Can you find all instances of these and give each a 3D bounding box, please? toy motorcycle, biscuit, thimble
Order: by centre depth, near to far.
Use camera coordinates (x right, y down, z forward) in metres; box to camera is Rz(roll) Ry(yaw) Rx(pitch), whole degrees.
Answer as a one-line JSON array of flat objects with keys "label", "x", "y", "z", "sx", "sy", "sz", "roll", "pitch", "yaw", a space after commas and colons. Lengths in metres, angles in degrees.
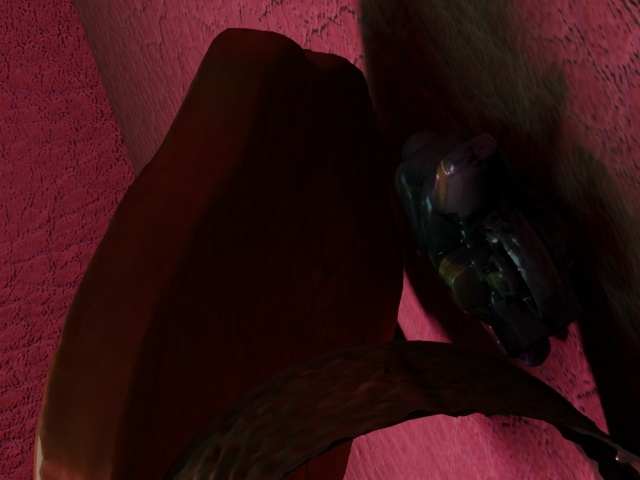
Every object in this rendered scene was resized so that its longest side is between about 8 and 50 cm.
[{"label": "thimble", "x": 0.044, "y": 0.185, "z": 0.805, "sx": 0.150, "sy": 0.271, "sz": 0.270, "roll": -134, "pitch": 23, "yaw": -75}, {"label": "toy motorcycle", "x": 0.076, "y": -0.004, "z": 0.833, "sx": 0.124, "sy": 0.061, "sz": 0.193, "roll": 58, "pitch": 177, "yaw": 13}, {"label": "biscuit", "x": -0.050, "y": 0.071, "z": 1.002, "sx": 0.385, "sy": 0.062, "sz": 0.365, "roll": 66, "pitch": -139, "yaw": -60}]

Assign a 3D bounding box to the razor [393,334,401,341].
[{"label": "razor", "x": 0.000, "y": 0.000, "z": 1.352, "sx": 0.082, "sy": 0.042, "sz": 0.253, "roll": 87, "pitch": 158, "yaw": -61}]
